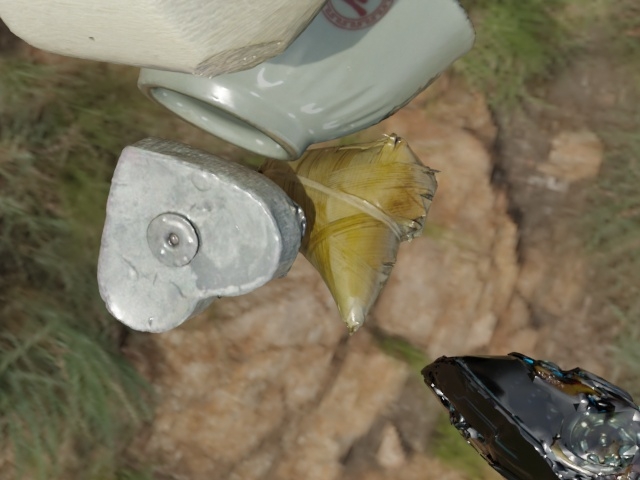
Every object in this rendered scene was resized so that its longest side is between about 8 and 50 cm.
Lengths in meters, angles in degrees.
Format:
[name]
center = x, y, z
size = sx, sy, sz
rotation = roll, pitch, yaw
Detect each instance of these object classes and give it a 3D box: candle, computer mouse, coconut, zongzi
[candle]
center = -0.121, -0.014, 1.390
size = 0.168, 0.192, 0.068
rotation = 61, 22, -4
[computer mouse]
center = 0.178, 0.159, 1.199
size = 0.077, 0.241, 0.146
rotation = -50, 152, -31
[coconut]
center = -0.086, -0.219, 0.958
size = 0.237, 0.265, 0.237
rotation = 5, 90, -71
[zongzi]
center = 0.000, 0.000, 1.463
size = 0.099, 0.194, 0.197
rotation = 43, 59, -39

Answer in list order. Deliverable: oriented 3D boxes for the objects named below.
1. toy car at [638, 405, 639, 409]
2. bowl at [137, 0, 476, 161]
[toy car]
center = 0.406, 0.243, 1.870
size = 0.073, 0.143, 0.054
rotation = -33, 111, -30
[bowl]
center = -0.056, -0.166, 1.302
size = 0.337, 0.337, 0.158
rotation = 31, 80, -41
